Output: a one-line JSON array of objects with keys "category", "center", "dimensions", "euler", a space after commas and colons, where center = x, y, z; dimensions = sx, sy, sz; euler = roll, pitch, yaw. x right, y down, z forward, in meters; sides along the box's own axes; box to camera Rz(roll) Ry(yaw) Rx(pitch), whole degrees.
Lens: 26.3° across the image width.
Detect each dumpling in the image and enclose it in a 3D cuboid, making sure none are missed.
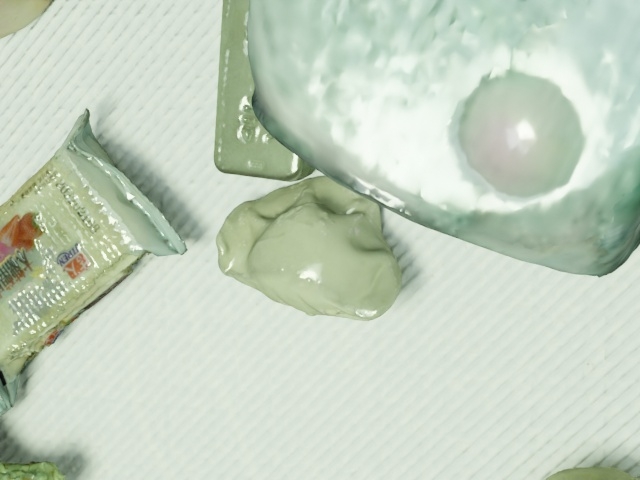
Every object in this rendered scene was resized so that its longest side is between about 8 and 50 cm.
[{"category": "dumpling", "center": [0.002, 0.001, 1.274], "dimensions": [0.169, 0.100, 0.134], "euler": [9, 65, 41]}]

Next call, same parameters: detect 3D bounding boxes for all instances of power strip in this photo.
[{"category": "power strip", "center": [-0.042, -0.201, 1.271], "dimensions": [0.093, 0.053, 0.288], "euler": [8, 102, 20]}]

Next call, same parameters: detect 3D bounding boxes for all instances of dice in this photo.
[{"category": "dice", "center": [0.160, -0.183, 1.046], "dimensions": [0.330, 0.328, 0.348], "euler": [32, 108, 14]}]

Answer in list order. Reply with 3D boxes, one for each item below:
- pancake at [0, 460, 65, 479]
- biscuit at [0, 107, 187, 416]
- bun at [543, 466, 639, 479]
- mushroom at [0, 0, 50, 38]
[{"category": "pancake", "center": [-0.411, 0.176, 1.447], "dimensions": [0.376, 0.054, 0.197], "euler": [33, 131, 21]}, {"category": "biscuit", "center": [-0.281, 0.026, 1.384], "dimensions": [0.309, 0.079, 0.186], "euler": [-38, 84, 21]}, {"category": "bun", "center": [0.234, 0.308, 1.213], "dimensions": [0.222, 0.127, 0.222], "euler": [0, 88, -7]}, {"category": "mushroom", "center": [-0.409, -0.288, 1.340], "dimensions": [0.173, 0.162, 0.236], "euler": [-35, 83, 20]}]
